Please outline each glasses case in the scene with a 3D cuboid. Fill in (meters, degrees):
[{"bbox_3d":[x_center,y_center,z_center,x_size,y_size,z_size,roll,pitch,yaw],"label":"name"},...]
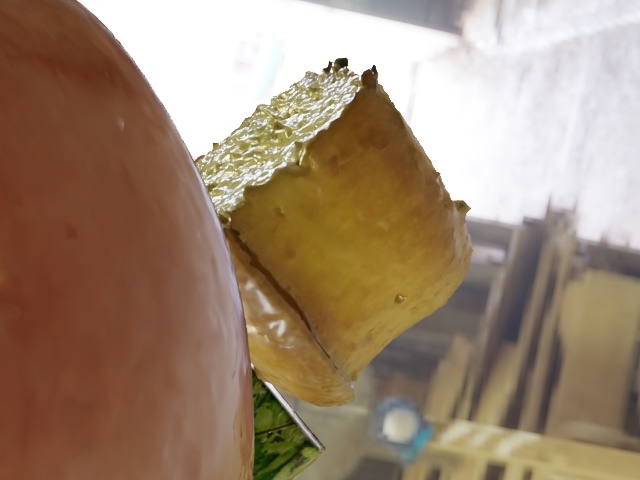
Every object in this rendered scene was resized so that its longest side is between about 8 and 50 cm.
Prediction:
[{"bbox_3d":[-0.117,0.080,1.258,0.095,0.272,0.062,-40,-10,2],"label":"glasses case"}]

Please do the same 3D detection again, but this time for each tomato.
[{"bbox_3d":[-0.175,0.054,0.400,0.321,0.321,0.321,-169,90,-83],"label":"tomato"}]

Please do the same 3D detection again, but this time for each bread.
[{"bbox_3d":[0.000,0.000,1.171,0.194,0.179,0.340,-41,10,-3],"label":"bread"}]
